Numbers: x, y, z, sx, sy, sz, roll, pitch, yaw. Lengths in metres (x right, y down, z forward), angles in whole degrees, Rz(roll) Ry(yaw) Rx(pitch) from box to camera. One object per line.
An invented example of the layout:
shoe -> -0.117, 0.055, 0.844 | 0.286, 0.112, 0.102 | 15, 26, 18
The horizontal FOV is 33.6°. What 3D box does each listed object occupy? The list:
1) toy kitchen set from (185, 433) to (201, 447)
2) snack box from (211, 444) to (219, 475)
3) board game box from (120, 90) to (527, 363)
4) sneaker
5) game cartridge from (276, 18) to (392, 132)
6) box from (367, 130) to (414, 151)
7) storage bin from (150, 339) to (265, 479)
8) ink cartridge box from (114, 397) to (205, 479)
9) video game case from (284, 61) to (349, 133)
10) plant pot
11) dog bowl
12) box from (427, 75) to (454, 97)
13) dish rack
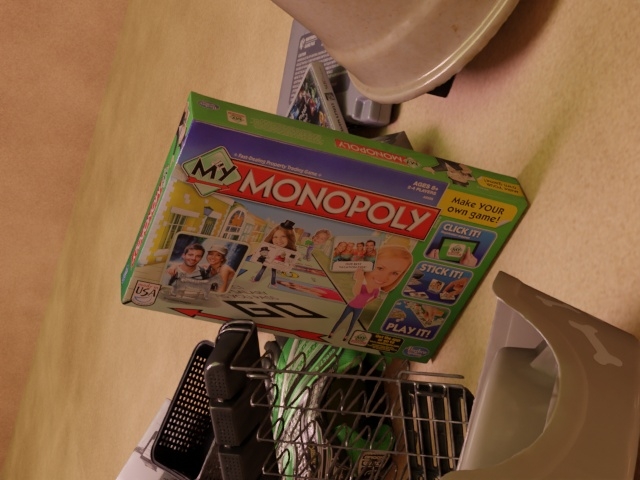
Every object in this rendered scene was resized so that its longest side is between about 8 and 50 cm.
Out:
toy kitchen set -> -0.142, 0.267, 1.505 | 0.068, 0.075, 0.083 | -143, 61, -64
snack box -> -0.146, 0.462, 1.449 | 0.187, 0.060, 0.321 | 126, 146, -46
board game box -> 0.000, 0.000, 0.970 | 0.046, 0.317, 0.213 | -102, 31, -49
sneaker -> 0.001, 0.251, 1.106 | 0.146, 0.134, 0.343 | -4, 82, 54
game cartridge -> 0.026, -0.236, 1.361 | 0.294, 0.060, 0.196 | -175, 91, -67
box -> -0.028, -0.032, 1.144 | 0.231, 0.056, 0.183 | -10, 27, 34
storage bin -> -0.134, 0.236, 1.407 | 0.122, 0.084, 0.180 | 14, 80, 49
ink cartridge box -> -0.231, 0.321, 1.583 | 0.150, 0.063, 0.109 | -58, -17, -8
video game case -> -0.005, -0.098, 1.323 | 0.190, 0.022, 0.173 | 122, 134, -59
plant pot -> 0.011, -0.345, 1.024 | 0.334, 0.306, 0.333 | -40, 37, 40
dog bowl -> 0.123, 0.198, 0.689 | 0.349, 0.102, 0.348 | 15, -90, -79
box -> 0.116, -0.205, 1.134 | 0.062, 0.052, 0.083 | -122, 46, -58
dish rack -> 0.027, 0.185, 0.952 | 0.074, 0.272, 0.208 | -51, -42, -56
